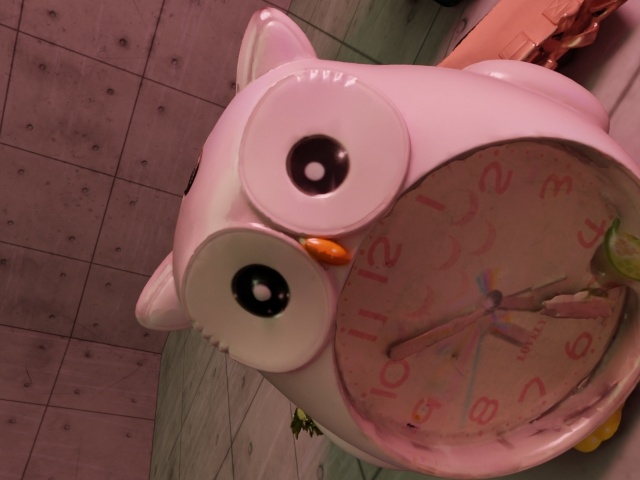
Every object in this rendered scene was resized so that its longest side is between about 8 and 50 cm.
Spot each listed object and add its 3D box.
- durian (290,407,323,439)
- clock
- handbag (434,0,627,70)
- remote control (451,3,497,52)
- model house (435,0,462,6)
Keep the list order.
[{"bbox_3d":[0.034,0.148,0.680,0.200,0.176,0.237,-6,-78,-65],"label":"durian"},{"bbox_3d":[0.067,0.008,0.450,0.368,0.377,0.250,-65,17,11],"label":"clock"},{"bbox_3d":[0.223,-0.220,0.581,0.212,0.059,0.157,-44,26,28],"label":"handbag"},{"bbox_3d":[0.211,-0.263,0.735,0.222,0.042,0.072,-39,24,53],"label":"remote control"},{"bbox_3d":[0.061,-0.538,0.767,0.395,0.445,0.400,-56,27,35],"label":"model house"}]
